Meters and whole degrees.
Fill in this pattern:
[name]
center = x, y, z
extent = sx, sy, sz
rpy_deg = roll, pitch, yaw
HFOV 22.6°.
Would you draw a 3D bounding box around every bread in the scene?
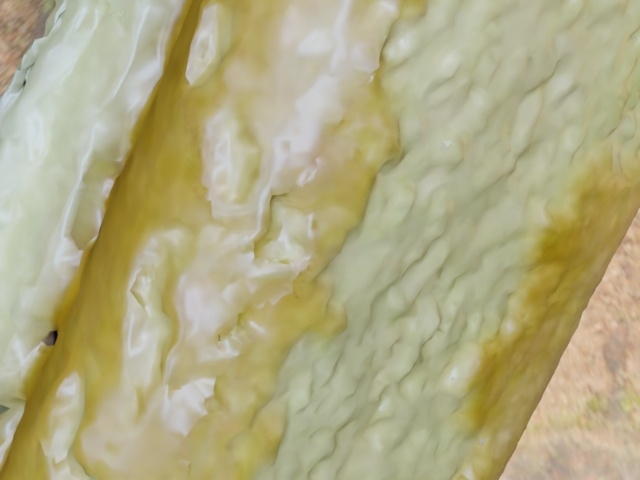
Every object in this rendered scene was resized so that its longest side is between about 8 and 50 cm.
[bread]
center = 0.000, 0.000, 0.559
extent = 0.165, 0.236, 0.375
rpy_deg = 32, 106, 35
